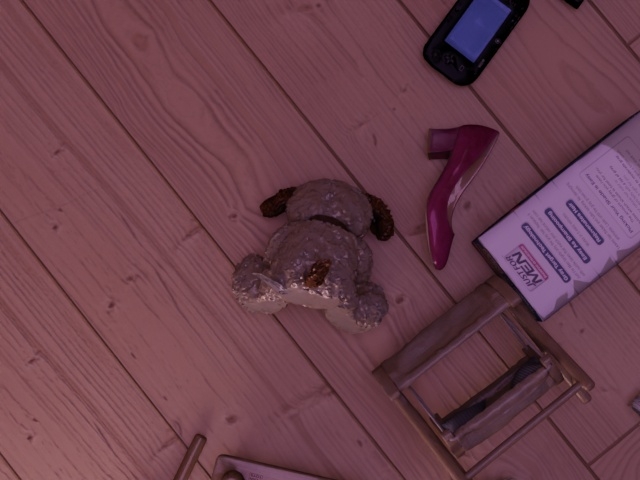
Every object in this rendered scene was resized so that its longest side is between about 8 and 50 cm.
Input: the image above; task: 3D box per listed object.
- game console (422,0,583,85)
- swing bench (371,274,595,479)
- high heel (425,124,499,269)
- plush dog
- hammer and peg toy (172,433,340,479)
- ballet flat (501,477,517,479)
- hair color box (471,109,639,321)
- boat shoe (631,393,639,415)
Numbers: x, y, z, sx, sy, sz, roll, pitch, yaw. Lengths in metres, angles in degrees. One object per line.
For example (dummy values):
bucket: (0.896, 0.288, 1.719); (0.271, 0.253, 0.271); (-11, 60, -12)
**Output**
game console: (0.320, -0.414, 1.783); (0.213, 0.044, 0.361); (36, 89, 3)
swing bench: (0.247, 0.216, 1.662); (0.253, 0.165, 0.255); (-39, 70, -1)
high heel: (0.233, -0.072, 1.748); (0.117, 0.082, 0.244); (0, 74, 11)
plush dog: (0.000, 0.000, 1.710); (0.262, 0.211, 0.225); (11, 61, 0)
hammer and peg toy: (-0.122, 0.473, 1.699); (0.361, 0.127, 0.266); (14, 87, 2)
ballet flat: (0.323, 0.431, 1.730); (0.231, 0.077, 0.077); (22, 66, -1)
hair color box: (0.435, -0.040, 1.729); (0.347, 0.105, 0.174); (-38, 87, -2)
boat shoe: (0.609, 0.320, 1.717); (0.076, 0.083, 0.226); (-44, 86, 0)
